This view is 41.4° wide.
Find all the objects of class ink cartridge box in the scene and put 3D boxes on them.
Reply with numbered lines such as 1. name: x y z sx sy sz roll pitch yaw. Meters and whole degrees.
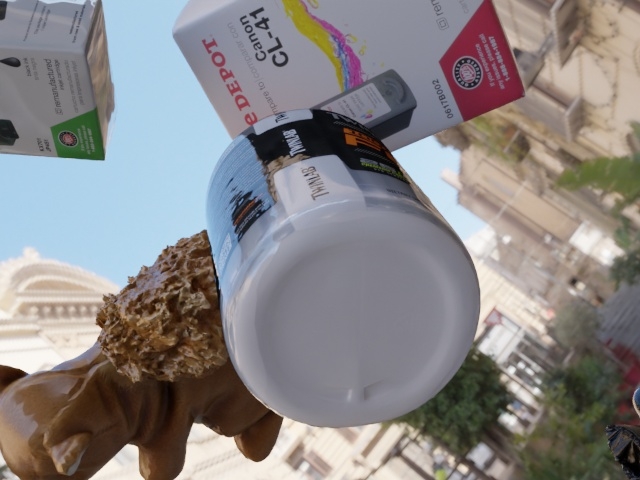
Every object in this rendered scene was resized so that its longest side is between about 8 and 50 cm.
1. ink cartridge box: 0.033 -0.206 0.907 0.306 0.226 0.131 -23 25 12
2. ink cartridge box: -0.319 -0.164 0.839 0.153 0.209 0.086 96 176 -53

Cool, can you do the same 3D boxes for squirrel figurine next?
1. squirrel figurine: -0.233 0.154 1.106 0.370 0.281 0.397 -13 -42 -46

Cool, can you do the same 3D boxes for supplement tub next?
1. supplement tub: 0.000 0.000 0.737 0.193 0.194 0.316 -58 22 15

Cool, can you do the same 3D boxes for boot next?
1. boot: 0.309 0.183 0.795 0.099 0.121 0.045 4 -54 -28
